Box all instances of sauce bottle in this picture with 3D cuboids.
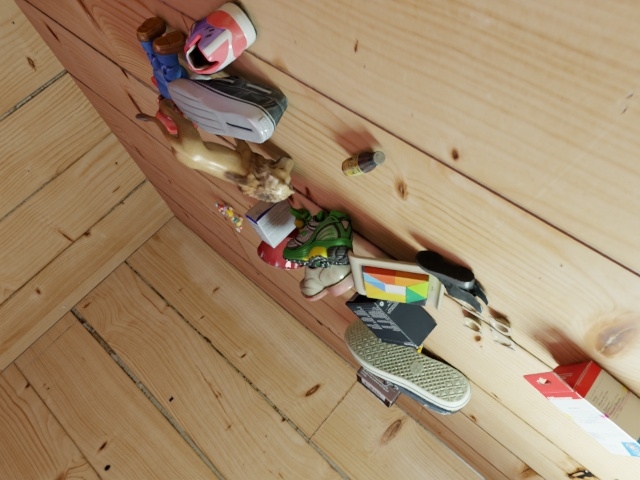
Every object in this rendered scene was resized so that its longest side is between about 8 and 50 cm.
[{"bbox_3d":[0.084,-0.152,0.940,0.042,0.042,0.128,48,162,-13],"label":"sauce bottle"}]

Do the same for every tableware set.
[{"bbox_3d":[0.386,0.195,1.118,0.141,0.020,0.169,30,158,39],"label":"tableware set"}]

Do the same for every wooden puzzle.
[{"bbox_3d":[0.187,0.110,1.201,0.238,0.044,0.221,12,154,16],"label":"wooden puzzle"}]

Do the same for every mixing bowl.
[{"bbox_3d":[-0.121,0.010,1.655,0.181,0.181,0.098,34,123,30],"label":"mixing bowl"}]

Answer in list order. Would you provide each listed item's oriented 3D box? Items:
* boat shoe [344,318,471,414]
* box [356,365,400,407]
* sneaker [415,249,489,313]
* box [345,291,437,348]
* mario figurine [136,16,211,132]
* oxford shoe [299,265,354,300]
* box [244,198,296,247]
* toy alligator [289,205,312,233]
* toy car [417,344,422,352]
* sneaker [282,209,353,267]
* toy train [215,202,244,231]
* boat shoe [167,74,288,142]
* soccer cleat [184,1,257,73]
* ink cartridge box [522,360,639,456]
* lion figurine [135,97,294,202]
[{"bbox_3d":[0.288,0.442,1.682,0.500,0.187,0.156,26,151,33],"label":"boat shoe"},{"bbox_3d":[0.263,0.500,1.834,0.168,0.203,0.167,37,163,21],"label":"box"},{"bbox_3d":[0.282,0.088,1.043,0.170,0.051,0.089,27,152,36],"label":"sneaker"},{"bbox_3d":[0.207,0.224,1.466,0.184,0.103,0.261,49,163,-5],"label":"box"},{"bbox_3d":[-0.372,-0.426,1.276,0.320,0.170,0.198,98,161,-58],"label":"mario figurine"},{"bbox_3d":[0.006,0.106,1.626,0.146,0.140,0.397,52,154,-5],"label":"oxford shoe"},{"bbox_3d":[-0.153,-0.070,1.550,0.072,0.126,0.137,32,159,40],"label":"box"},{"bbox_3d":[-0.035,-0.042,1.482,0.051,0.056,0.190,-13,134,21],"label":"toy alligator"},{"bbox_3d":[0.303,0.320,1.582,0.060,0.040,0.122,9,145,27],"label":"toy car"},{"bbox_3d":[0.000,0.000,1.358,0.134,0.146,0.343,13,168,-27],"label":"sneaker"},{"bbox_3d":[-0.402,-0.117,2.173,0.166,0.046,0.125,49,164,-7],"label":"toy train"},{"bbox_3d":[-0.209,-0.312,1.092,0.335,0.119,0.121,27,154,29],"label":"boat shoe"},{"bbox_3d":[-0.240,-0.388,0.984,0.108,0.116,0.318,52,162,-25],"label":"soccer cleat"},{"bbox_3d":[0.541,0.318,0.953,0.231,0.078,0.134,41,163,10],"label":"ink cartridge box"},{"bbox_3d":[-0.262,-0.213,1.219,0.392,0.142,0.240,9,-145,-30],"label":"lion figurine"}]
